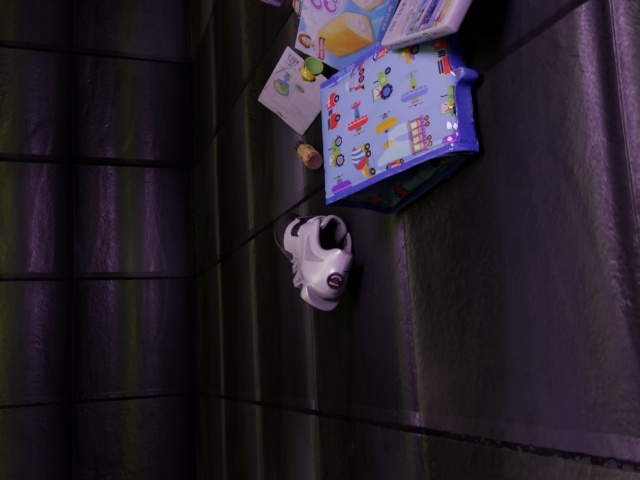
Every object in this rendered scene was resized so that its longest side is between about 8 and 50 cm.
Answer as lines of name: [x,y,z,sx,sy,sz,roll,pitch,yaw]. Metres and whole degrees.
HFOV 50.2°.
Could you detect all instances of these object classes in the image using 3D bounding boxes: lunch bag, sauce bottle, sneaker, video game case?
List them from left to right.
sauce bottle: [-0.032,-0.199,1.565,0.128,0.042,0.042,-133,47,-60]
sneaker: [0.000,0.000,1.405,0.146,0.122,0.330,-62,28,18]
lunch bag: [0.127,-0.193,1.041,0.293,0.138,0.221,-30,59,57]
video game case: [0.174,-0.364,0.920,0.212,0.023,0.193,-64,21,-2]

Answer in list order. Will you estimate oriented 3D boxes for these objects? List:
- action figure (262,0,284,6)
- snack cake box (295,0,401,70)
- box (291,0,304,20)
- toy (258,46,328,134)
action figure: [-0.034,-0.487,1.021,0.185,0.099,0.285,-50,-6,-27]
snack cake box: [0.057,-0.391,1.090,0.089,0.152,0.264,-61,-5,-28]
box: [-0.032,-0.592,1.595,0.094,0.027,0.137,-111,29,-47]
toy: [-0.046,-0.343,1.547,0.056,0.137,0.237,-53,6,-23]
